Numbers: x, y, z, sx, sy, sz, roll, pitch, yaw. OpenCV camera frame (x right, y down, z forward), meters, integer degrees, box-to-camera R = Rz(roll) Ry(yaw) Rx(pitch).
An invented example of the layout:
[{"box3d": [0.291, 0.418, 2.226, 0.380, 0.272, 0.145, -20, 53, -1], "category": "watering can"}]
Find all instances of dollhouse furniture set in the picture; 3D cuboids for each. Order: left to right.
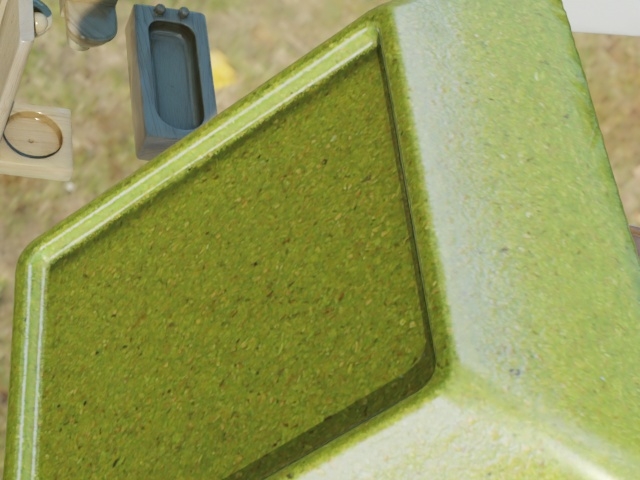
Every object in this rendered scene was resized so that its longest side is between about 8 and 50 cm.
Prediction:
[{"box3d": [-0.126, -0.125, 1.080, 0.151, 0.123, 0.144, 6, 52, -20], "category": "dollhouse furniture set"}]

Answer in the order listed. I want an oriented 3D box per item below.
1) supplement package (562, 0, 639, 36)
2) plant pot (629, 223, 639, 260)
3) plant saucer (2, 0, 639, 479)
[{"box3d": [0.206, -0.191, 0.746, 0.293, 0.177, 0.175, 7, 28, 24], "category": "supplement package"}, {"box3d": [0.197, 0.092, 1.372, 0.167, 0.167, 0.165, 9, 64, -35], "category": "plant pot"}, {"box3d": [-0.016, 0.027, 0.431, 0.045, 0.188, 0.188, 40, 28, -35], "category": "plant saucer"}]
